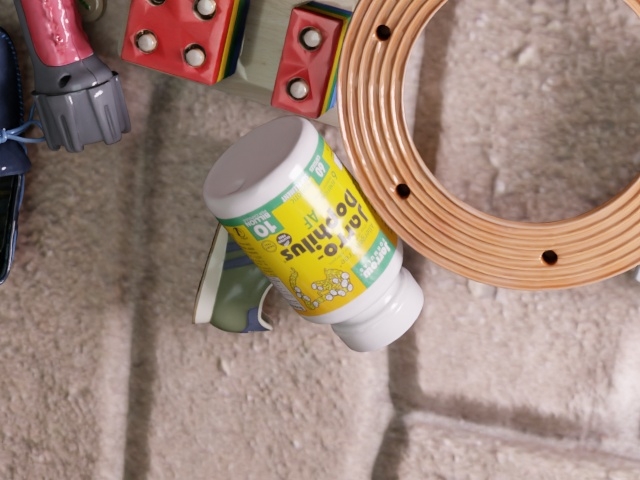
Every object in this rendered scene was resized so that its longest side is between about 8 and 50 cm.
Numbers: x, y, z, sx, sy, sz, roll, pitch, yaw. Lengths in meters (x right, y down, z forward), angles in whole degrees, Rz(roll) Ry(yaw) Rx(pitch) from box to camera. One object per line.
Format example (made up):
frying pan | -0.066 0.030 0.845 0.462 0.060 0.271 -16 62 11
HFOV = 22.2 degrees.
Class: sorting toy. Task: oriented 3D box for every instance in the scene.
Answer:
sorting toy | -0.048 -0.242 1.437 0.257 0.089 0.255 18 109 11

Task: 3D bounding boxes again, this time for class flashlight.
flashlight | -0.241 -0.232 1.470 0.103 0.103 0.304 -10 108 12

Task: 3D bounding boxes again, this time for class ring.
ring | 0.179 -0.121 1.375 0.337 0.032 0.336 3 107 11

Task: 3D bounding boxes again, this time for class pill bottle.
pill bottle | 0.000 0.000 1.452 0.118 0.117 0.208 -28 119 21

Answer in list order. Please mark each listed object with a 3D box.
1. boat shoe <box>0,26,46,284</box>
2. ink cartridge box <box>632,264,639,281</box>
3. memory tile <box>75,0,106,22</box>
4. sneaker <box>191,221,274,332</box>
boat shoe | -0.306 -0.079 1.549 0.089 0.109 0.258 35 133 48
ink cartridge box | 0.406 -0.035 1.386 0.224 0.045 0.223 19 109 11
memory tile | -0.258 -0.263 1.534 0.148 0.012 0.113 47 112 -1
sneaker | -0.056 0.000 1.528 0.086 0.064 0.192 17 105 -5
